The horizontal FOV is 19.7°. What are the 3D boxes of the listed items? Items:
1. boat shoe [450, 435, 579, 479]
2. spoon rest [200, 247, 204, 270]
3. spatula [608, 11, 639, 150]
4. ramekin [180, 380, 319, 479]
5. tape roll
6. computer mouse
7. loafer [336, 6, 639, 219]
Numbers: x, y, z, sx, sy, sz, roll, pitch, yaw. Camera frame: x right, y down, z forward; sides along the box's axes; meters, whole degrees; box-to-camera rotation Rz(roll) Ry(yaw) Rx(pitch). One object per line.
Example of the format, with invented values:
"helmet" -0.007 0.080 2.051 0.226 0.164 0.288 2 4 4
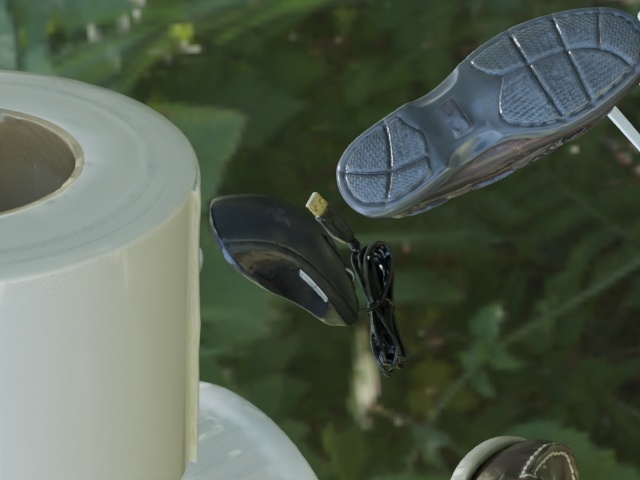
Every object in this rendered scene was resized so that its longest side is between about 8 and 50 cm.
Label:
"boat shoe" 0.124 0.216 1.174 0.324 0.097 0.116 -43 -65 -60
"spoon rest" -0.235 0.055 1.752 0.137 0.276 0.084 30 141 44
"spatula" 0.437 -0.160 2.304 0.242 0.168 0.019 50 166 3
"ramekin" -0.120 0.262 1.463 0.277 0.135 0.277 17 116 39
"tape roll" -0.185 0.033 0.947 0.246 0.246 0.169 -124 32 -57
"computer mouse" 0.000 0.000 1.758 0.060 0.262 0.184 -36 36 25
"loafer" 0.158 -0.109 1.645 0.109 0.302 0.095 66 -168 20
